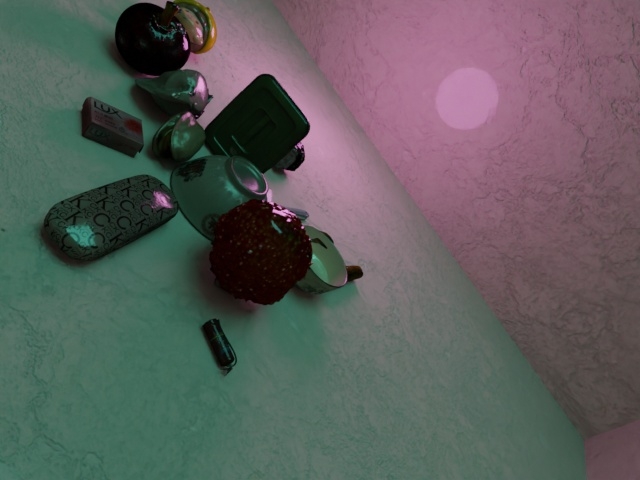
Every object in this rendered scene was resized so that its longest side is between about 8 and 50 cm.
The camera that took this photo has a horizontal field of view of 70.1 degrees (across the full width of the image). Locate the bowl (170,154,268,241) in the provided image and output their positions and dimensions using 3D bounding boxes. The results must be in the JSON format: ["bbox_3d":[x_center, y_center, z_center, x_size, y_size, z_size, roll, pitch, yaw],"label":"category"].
[{"bbox_3d":[-0.262,-0.150,1.380,0.337,0.157,0.337,38,31,-27],"label":"bowl"}]

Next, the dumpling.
[{"bbox_3d":[-0.466,-0.468,1.483,0.293,0.204,0.163,-96,173,-64],"label":"dumpling"}]

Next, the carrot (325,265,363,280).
[{"bbox_3d":[0.084,0.129,1.679,0.070,0.070,0.260,59,25,14],"label":"carrot"}]

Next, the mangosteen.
[{"bbox_3d":[-0.525,-0.662,1.468,0.235,0.261,0.235,17,61,-34],"label":"mangosteen"}]

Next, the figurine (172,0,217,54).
[{"bbox_3d":[-0.543,-0.820,1.744,0.215,0.187,0.343,59,32,-7],"label":"figurine"}]

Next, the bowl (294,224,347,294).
[{"bbox_3d":[-0.032,0.080,1.486,0.238,0.126,0.238,37,30,-26],"label":"bowl"}]

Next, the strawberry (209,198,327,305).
[{"bbox_3d":[-0.124,0.027,1.150,0.292,0.343,0.292,5,82,-33],"label":"strawberry"}]

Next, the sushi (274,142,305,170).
[{"bbox_3d":[-0.164,-0.389,1.848,0.225,0.136,0.126,54,18,15],"label":"sushi"}]

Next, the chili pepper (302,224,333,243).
[{"bbox_3d":[0.001,-0.003,1.698,0.204,0.072,0.073,24,36,-42],"label":"chili pepper"}]

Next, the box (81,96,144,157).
[{"bbox_3d":[-0.553,-0.302,1.220,0.156,0.060,0.111,21,38,-46],"label":"box"}]

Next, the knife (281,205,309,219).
[{"bbox_3d":[-0.098,-0.102,1.722,0.162,0.023,0.044,6,56,-55],"label":"knife"}]

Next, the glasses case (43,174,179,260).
[{"bbox_3d":[-0.457,-0.062,1.044,0.137,0.085,0.355,51,27,-5],"label":"glasses case"}]

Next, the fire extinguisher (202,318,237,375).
[{"bbox_3d":[-0.233,0.250,1.068,0.056,0.039,0.132,-10,65,-50],"label":"fire extinguisher"}]

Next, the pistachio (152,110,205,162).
[{"bbox_3d":[-0.420,-0.307,1.356,0.129,0.131,0.206,6,33,6],"label":"pistachio"}]

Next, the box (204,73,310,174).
[{"bbox_3d":[-0.208,-0.380,1.584,0.253,0.328,0.178,51,15,-5],"label":"box"}]
